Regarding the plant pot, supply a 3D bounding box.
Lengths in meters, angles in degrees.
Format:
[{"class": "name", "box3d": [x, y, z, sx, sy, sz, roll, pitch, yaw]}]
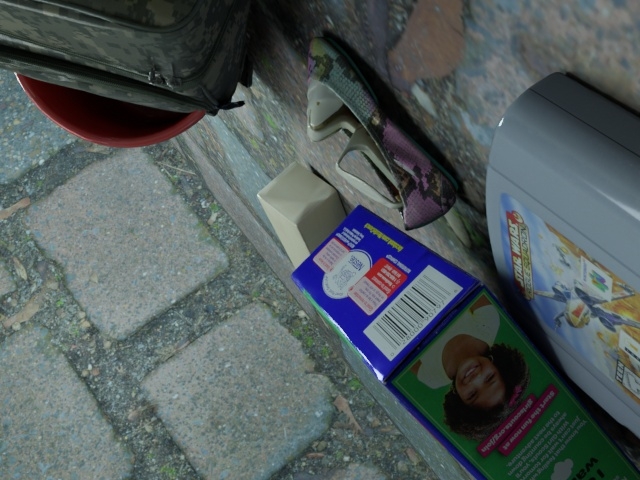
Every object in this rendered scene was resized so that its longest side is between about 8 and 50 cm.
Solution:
[{"class": "plant pot", "box3d": [-0.235, -0.258, 0.977, 0.275, 0.275, 0.243, 54, -176, -6]}]

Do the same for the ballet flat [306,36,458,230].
[{"class": "ballet flat", "box3d": [0.038, -0.101, 0.712, 0.221, 0.079, 0.077, 52, 171, 12]}]

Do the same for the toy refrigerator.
[{"class": "toy refrigerator", "box3d": [0.000, 0.000, 1.225, 0.102, 0.094, 0.269, 38, 164, 36]}]

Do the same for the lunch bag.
[{"class": "lunch bag", "box3d": [-0.215, -0.249, 0.733, 0.305, 0.213, 0.256, 14, 166, 0]}]

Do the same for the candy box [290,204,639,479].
[{"class": "candy box", "box3d": [0.142, 0.137, 0.738, 0.317, 0.122, 0.268, 45, 179, -24]}]

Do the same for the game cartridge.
[{"class": "game cartridge", "box3d": [0.199, 0.034, 0.509, 0.198, 0.062, 0.297, 41, 165, 37]}]
